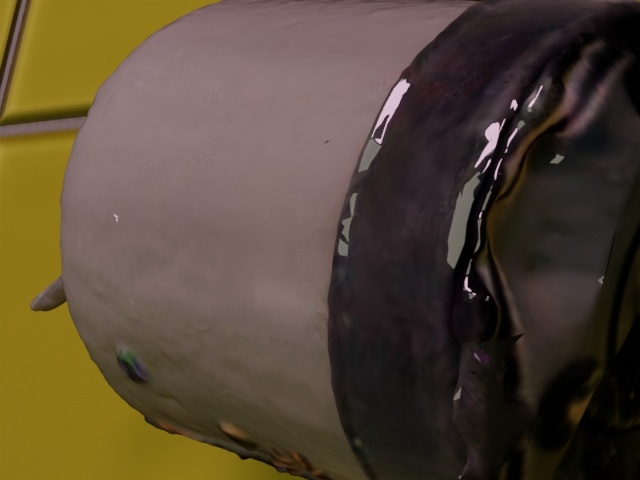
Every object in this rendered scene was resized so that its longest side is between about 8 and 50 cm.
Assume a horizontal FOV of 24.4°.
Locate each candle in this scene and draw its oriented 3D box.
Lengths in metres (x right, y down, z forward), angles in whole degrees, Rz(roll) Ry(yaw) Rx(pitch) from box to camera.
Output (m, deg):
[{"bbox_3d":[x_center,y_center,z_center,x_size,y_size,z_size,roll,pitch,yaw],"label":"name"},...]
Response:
[{"bbox_3d":[0.000,0.000,0.558,0.330,0.187,0.187,10,80,45],"label":"candle"}]
